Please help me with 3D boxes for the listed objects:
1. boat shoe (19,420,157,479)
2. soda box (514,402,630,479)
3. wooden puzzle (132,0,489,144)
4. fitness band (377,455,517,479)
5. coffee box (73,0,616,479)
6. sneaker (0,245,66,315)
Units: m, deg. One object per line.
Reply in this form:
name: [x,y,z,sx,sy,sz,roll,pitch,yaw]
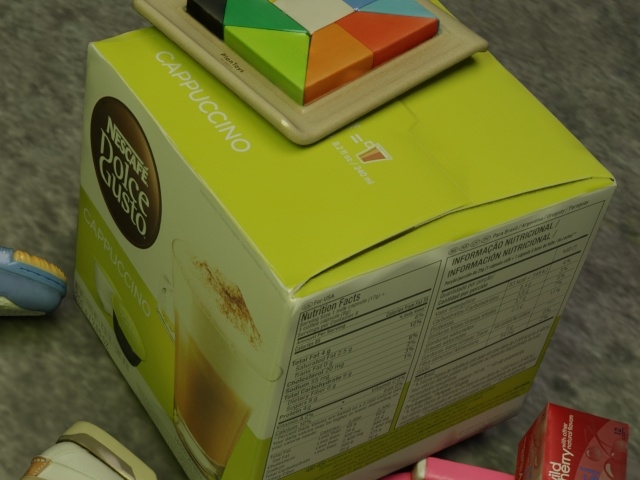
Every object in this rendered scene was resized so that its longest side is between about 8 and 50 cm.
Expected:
boat shoe: [-0.137,0.284,1.262,0.302,0.113,0.103,32,52,21]
soda box: [0.217,0.285,1.313,0.083,0.092,0.263,15,54,-5]
wooden puzzle: [-0.006,-0.191,1.257,0.239,0.044,0.221,-28,55,-33]
fitness band: [0.150,0.314,1.359,0.291,0.054,0.209,14,52,-6]
coffee box: [0.000,0.000,1.337,0.338,0.334,0.337,-19,53,-29]
sneaker: [-0.387,0.068,1.357,0.297,0.112,0.131,3,71,-14]
